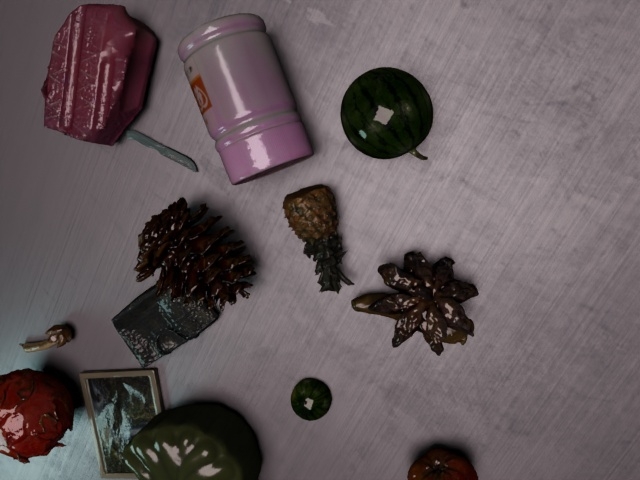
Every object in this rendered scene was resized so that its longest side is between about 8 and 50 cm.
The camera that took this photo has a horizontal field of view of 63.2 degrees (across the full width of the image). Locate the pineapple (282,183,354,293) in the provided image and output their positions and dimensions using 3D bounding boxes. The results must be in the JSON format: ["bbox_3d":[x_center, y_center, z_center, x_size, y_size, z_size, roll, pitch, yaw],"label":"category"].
[{"bbox_3d":[-0.001,0.000,1.195,0.128,0.128,0.248,-15,102,15],"label":"pineapple"}]

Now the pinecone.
[{"bbox_3d":[-0.285,0.047,1.218,0.292,0.246,0.246,36,106,-11],"label":"pinecone"}]

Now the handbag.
[{"bbox_3d":[-0.406,0.206,1.339,0.270,0.089,0.175,-34,98,16],"label":"handbag"}]

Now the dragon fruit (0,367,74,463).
[{"bbox_3d":[-0.791,0.460,1.392,0.252,0.241,0.241,11,102,-1],"label":"dragon fruit"}]

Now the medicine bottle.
[{"bbox_3d":[-0.161,-0.298,1.132,0.202,0.202,0.316,-20,94,15],"label":"medicine bottle"}]

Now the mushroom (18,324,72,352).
[{"bbox_3d":[-0.769,0.282,1.444,0.187,0.061,0.060,-22,99,19],"label":"mushroom"}]

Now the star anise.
[{"bbox_3d":[0.221,0.125,1.121,0.235,0.109,0.223,8,74,12],"label":"star anise"}]

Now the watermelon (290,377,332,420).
[{"bbox_3d":[-0.026,0.399,1.289,0.105,0.062,0.106,0,92,8],"label":"watermelon"}]

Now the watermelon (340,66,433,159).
[{"bbox_3d":[0.142,-0.251,1.079,0.188,0.188,0.215,-31,85,16],"label":"watermelon"}]

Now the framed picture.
[{"bbox_3d":[-0.536,0.513,1.446,0.240,0.020,0.324,-4,98,13],"label":"framed picture"}]

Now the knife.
[{"bbox_3d":[-0.393,-0.225,1.294,0.210,0.015,0.028,26,97,7],"label":"knife"}]

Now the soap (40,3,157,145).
[{"bbox_3d":[-0.529,-0.395,1.239,0.220,0.127,0.325,17,102,9],"label":"soap"}]

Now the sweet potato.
[{"bbox_3d":[0.205,0.169,1.196,0.273,0.075,0.075,18,103,12],"label":"sweet potato"}]

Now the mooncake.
[{"bbox_3d":[-0.323,0.598,1.320,0.351,0.187,0.351,1,97,8],"label":"mooncake"}]

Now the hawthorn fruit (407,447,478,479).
[{"bbox_3d":[0.295,0.596,1.219,0.162,0.163,0.204,-12,114,14],"label":"hawthorn fruit"}]
